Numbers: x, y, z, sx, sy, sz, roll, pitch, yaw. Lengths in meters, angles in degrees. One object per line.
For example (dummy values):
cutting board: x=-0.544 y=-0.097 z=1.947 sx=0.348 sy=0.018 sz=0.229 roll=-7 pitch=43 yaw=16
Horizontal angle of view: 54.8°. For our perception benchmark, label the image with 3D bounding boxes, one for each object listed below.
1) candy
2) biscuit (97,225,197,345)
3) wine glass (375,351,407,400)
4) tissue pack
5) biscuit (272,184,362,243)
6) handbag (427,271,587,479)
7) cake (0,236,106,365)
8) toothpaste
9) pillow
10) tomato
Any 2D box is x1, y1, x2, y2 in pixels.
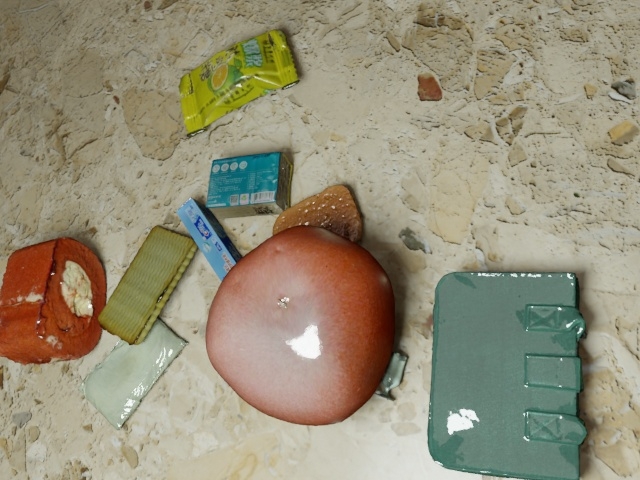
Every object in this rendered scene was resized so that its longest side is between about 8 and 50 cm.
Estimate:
candy: x=-0.196 y=-0.365 z=1.411 sx=0.297 sy=0.081 sz=0.187 roll=-22 pitch=63 yaw=15
biscuit: x=-0.371 y=0.094 z=1.324 sx=0.172 sy=0.029 sz=0.254 roll=17 pitch=73 yaw=43
wine glass: x=0.124 y=0.238 z=1.087 sx=0.042 sy=0.039 sz=0.083 roll=22 pitch=78 yaw=-2
tissue pack: x=-0.148 y=-0.114 z=1.301 sx=0.169 sy=0.082 sz=0.119 roll=-4 pitch=70 yaw=22
biscuit: x=0.000 y=0.000 z=1.226 sx=0.192 sy=0.036 sz=0.186 roll=-27 pitch=66 yaw=12
handbag: x=0.302 y=0.211 z=0.998 sx=0.239 sy=0.089 sz=0.326 roll=0 pitch=71 yaw=23
cake: x=-0.581 y=0.138 z=1.345 sx=0.151 sy=0.177 sz=0.282 roll=-12 pitch=63 yaw=19
toothpaste: x=-0.208 y=0.023 z=1.287 sx=0.053 sy=0.066 sz=0.272 roll=-41 pitch=62 yaw=5
pillow: x=-0.397 y=0.264 z=1.294 sx=0.148 sy=0.050 sz=0.229 roll=36 pitch=88 yaw=24
tomato: x=-0.040 y=0.140 z=1.048 sx=0.342 sy=0.273 sz=0.341 roll=-1 pitch=83 yaw=12
